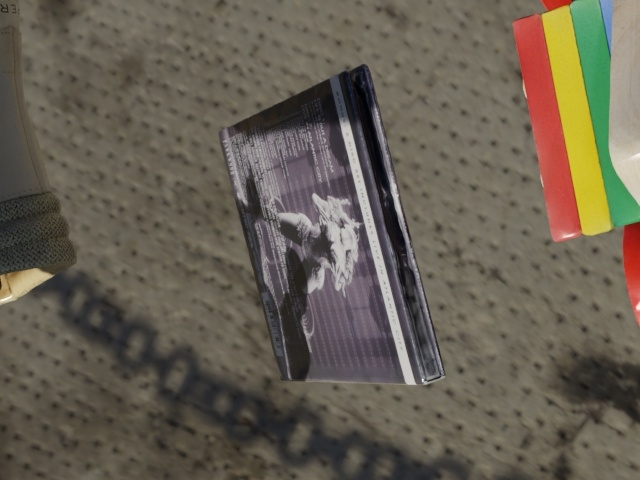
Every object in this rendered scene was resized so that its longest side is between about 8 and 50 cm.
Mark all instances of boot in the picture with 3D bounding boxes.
[{"bbox_3d":[-0.258,-0.044,0.890,0.262,0.095,0.204,-16,88,31],"label":"boot"}]

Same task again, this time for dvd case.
[{"bbox_3d":[0.000,0.000,0.871,0.018,0.221,0.165,-14,91,-21],"label":"dvd case"}]

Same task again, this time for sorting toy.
[{"bbox_3d":[0.184,-0.067,0.794,0.089,0.257,0.255,-14,51,30],"label":"sorting toy"}]
